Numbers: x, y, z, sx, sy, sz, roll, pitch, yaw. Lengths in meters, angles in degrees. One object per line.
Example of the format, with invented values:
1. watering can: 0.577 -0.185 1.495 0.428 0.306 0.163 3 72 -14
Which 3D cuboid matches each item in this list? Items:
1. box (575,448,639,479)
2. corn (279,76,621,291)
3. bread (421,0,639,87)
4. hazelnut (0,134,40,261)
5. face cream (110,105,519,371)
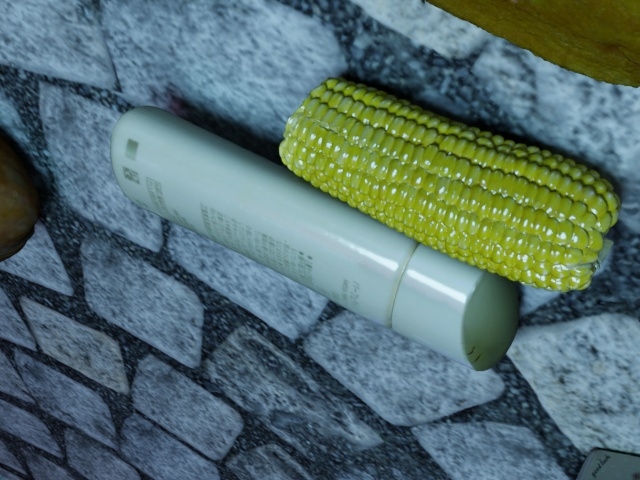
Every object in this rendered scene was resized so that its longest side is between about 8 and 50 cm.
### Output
1. box: 0.351 0.329 0.744 0.297 0.225 0.190 1 132 40
2. corn: 0.087 -0.041 0.643 0.244 0.093 0.093 23 143 18
3. bread: 0.118 -0.163 0.485 0.344 0.084 0.124 28 167 9
4. hazelnut: -0.411 -0.056 0.977 0.186 0.210 0.210 61 144 5
5. face cream: 0.000 0.000 0.750 0.349 0.081 0.173 25 170 14
